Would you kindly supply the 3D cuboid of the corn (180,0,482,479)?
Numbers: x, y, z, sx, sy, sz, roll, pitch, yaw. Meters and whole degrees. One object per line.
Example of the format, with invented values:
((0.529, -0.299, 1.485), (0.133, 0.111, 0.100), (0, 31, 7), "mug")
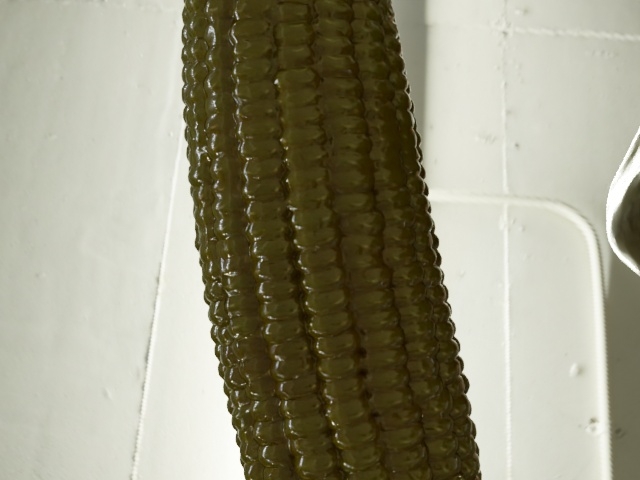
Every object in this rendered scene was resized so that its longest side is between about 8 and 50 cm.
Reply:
((0.000, 0.000, 0.518), (0.131, 0.131, 0.344), (-10, -91, -5), "corn")

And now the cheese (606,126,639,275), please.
((0.295, -0.125, 0.552), (0.130, 0.328, 0.351), (36, -136, -1), "cheese")
